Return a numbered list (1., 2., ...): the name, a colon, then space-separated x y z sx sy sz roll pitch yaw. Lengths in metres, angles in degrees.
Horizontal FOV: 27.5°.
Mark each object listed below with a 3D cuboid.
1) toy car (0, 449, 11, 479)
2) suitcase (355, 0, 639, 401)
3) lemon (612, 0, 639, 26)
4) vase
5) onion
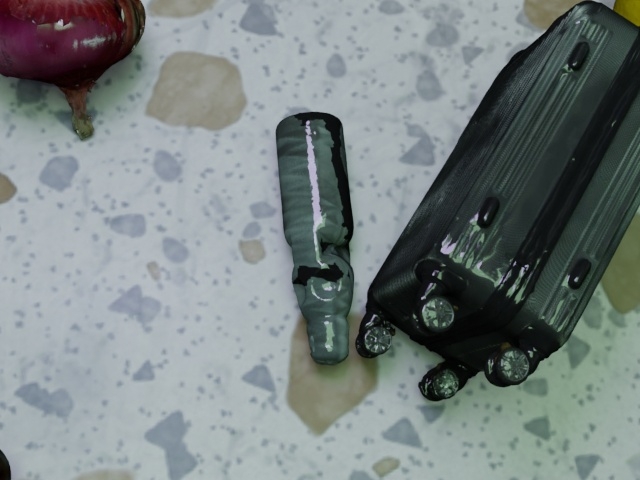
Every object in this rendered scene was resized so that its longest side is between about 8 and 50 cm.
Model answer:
1. toy car: -0.345 0.151 0.950 0.142 0.200 0.247 -29 68 14
2. suitcase: 0.161 -0.027 1.042 0.128 0.202 0.312 33 72 -6
3. lemon: 0.311 -0.193 1.154 0.133 0.109 0.109 -11 74 -3
4. vase: 0.000 0.000 1.088 0.060 0.060 0.211 -4 74 -7
5. onion: -0.217 -0.150 1.091 0.150 0.150 0.140 -2 109 -7
